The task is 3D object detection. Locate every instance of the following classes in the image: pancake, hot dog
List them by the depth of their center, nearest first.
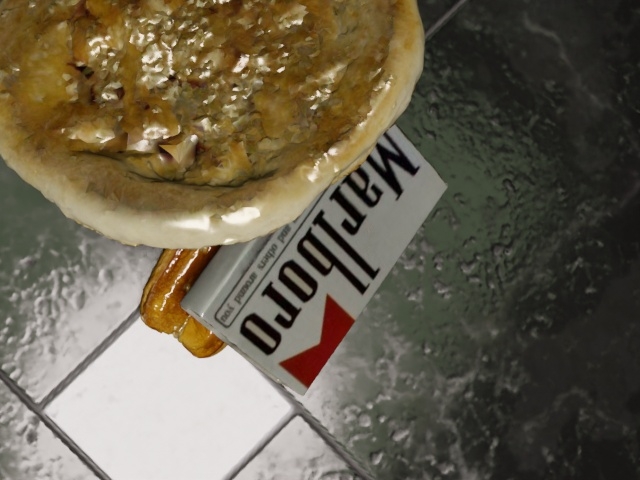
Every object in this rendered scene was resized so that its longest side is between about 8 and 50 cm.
[{"bbox_3d":[-0.078,-0.121,0.659,0.282,0.049,0.282,-2,71,5],"label":"pancake"},{"bbox_3d":[-0.057,-0.004,0.706,0.071,0.045,0.165,31,84,-6],"label":"hot dog"}]

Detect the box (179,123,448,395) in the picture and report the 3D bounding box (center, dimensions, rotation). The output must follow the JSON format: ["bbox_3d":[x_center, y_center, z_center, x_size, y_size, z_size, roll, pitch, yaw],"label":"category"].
[{"bbox_3d":[0.000,0.000,0.689,0.177,0.036,0.115,-54,133,-11],"label":"box"}]
